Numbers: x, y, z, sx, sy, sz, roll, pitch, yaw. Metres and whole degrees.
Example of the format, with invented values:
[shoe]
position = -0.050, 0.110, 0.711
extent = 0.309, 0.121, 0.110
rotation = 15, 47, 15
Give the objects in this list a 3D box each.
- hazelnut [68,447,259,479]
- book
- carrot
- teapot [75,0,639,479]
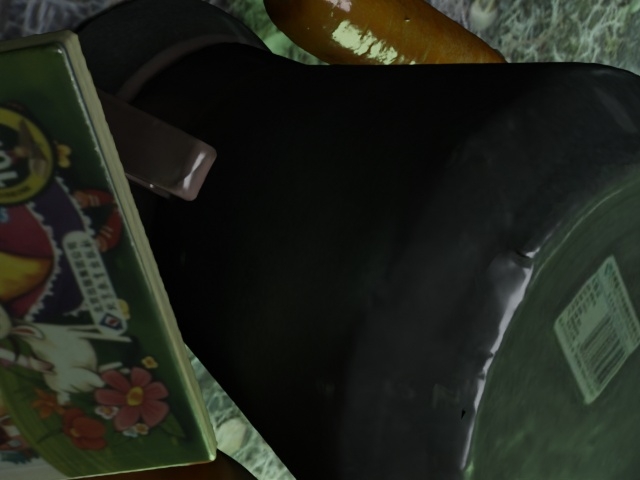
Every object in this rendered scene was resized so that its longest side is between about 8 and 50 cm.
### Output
[hazelnut]
position = -0.129, 0.272, 0.775
extent = 0.372, 0.315, 0.372
rotation = 17, 90, -88
[book]
position = -0.225, 0.035, 0.621
extent = 0.322, 0.018, 0.228
rotation = -9, 126, 8
[carrot]
position = 0.046, -0.127, 0.911
extent = 0.225, 0.067, 0.067
rotation = 19, 97, -48
[teapot]
position = 0.000, 0.000, 0.723
extent = 0.300, 0.344, 0.253
rotation = 30, 85, -48
